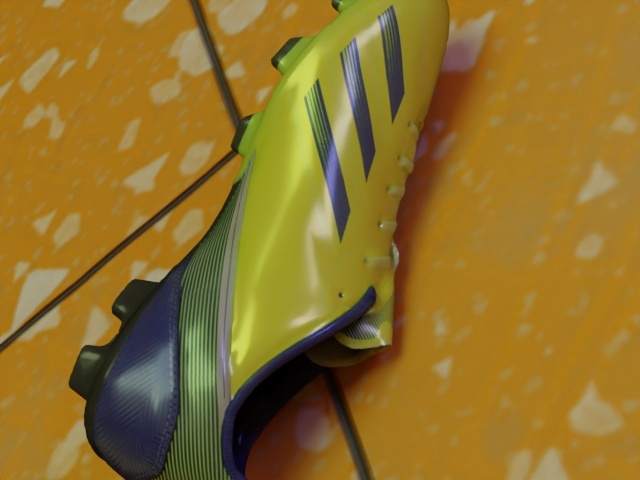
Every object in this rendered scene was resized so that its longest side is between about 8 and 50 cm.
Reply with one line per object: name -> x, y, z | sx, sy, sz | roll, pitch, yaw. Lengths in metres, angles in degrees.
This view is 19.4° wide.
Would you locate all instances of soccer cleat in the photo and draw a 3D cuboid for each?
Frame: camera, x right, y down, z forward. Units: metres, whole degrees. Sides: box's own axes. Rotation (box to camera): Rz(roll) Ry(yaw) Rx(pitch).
soccer cleat -> 0.000, 0.001, 0.884 | 0.121, 0.093, 0.289 | 25, 70, 22
